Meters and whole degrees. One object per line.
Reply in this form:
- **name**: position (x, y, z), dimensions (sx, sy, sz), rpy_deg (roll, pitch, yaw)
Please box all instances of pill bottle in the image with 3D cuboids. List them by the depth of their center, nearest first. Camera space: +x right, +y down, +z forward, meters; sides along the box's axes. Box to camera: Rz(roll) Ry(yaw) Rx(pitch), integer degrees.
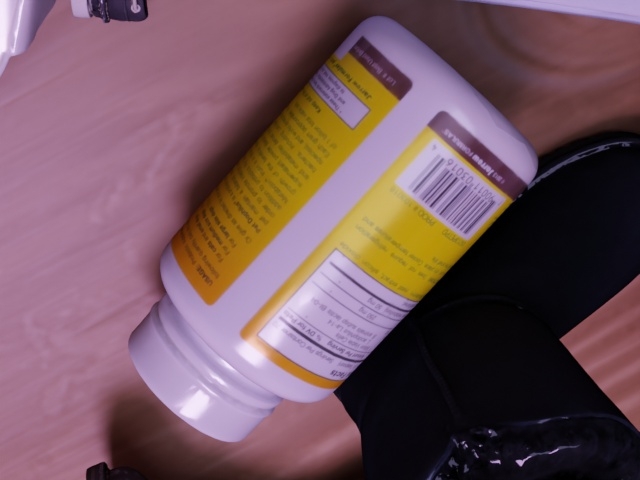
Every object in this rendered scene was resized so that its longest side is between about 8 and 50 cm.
- **pill bottle**: position (0.000, 0.000, 0.502), dimensions (0.117, 0.117, 0.215), rpy_deg (39, 101, -21)

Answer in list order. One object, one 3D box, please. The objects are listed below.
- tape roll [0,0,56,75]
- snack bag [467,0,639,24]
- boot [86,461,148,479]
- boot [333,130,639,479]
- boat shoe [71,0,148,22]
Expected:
- **tape roll**: position (-0.240, -0.150, 0.366), dimensions (0.286, 0.100, 0.286), rpy_deg (-3, 116, -6)
- **snack bag**: position (0.097, -0.265, 0.426), dimensions (0.323, 0.037, 0.343), rpy_deg (7, 114, 0)
- **boot**: position (0.009, 0.174, 0.596), dimensions (0.229, 0.091, 0.263), rpy_deg (-31, 124, 2)
- **boot**: position (0.118, 0.057, 0.498), dimensions (0.246, 0.207, 0.094), rpy_deg (-33, 114, 3)
- **boat shoe**: position (-0.095, -0.164, 0.457), dimensions (0.038, 0.046, 0.125), rpy_deg (5, 114, -8)
